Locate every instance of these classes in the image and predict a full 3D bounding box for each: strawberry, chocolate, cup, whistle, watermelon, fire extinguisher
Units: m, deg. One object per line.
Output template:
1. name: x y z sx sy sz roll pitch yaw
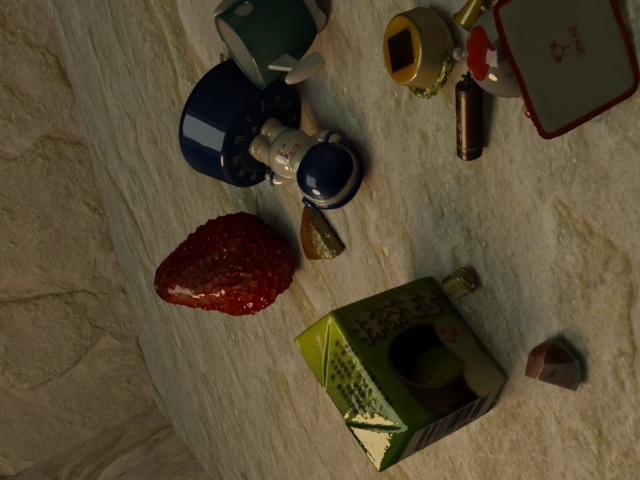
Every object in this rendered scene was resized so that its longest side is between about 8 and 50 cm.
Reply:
1. strawberry: -0.250 0.072 2.024 0.312 0.351 0.267 -174 72 -67
2. chocolate: 0.155 0.225 1.460 0.289 0.301 0.137 55 138 23
3. cup: -0.086 -0.401 1.510 0.299 0.173 0.167 47 169 34
4. whistle: 0.235 -0.345 1.131 0.109 0.046 0.057 120 137 -51
5. watermelon: 0.374 0.211 1.284 0.092 0.072 0.084 55 169 14
6. fire extinguisher: 0.230 -0.198 1.230 0.064 0.043 0.158 -76 -18 -46

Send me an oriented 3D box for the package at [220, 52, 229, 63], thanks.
1. package: -0.214 -0.383 1.945 0.121 0.031 0.108 52 150 29

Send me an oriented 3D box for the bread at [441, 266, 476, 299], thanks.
1. bread: 0.252 0.078 1.443 0.049 0.034 0.088 48 155 5

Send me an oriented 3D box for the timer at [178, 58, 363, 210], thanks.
1. timer: -0.074 -0.191 1.651 0.383 0.270 0.270 31 139 28

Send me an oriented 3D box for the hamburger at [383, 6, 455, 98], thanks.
1. hamburger: 0.160 -0.298 1.263 0.126 0.081 0.141 -44 59 60

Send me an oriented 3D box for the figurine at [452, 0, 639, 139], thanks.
1. figurine: 0.266 -0.248 1.055 0.183 0.160 0.226 65 169 -16

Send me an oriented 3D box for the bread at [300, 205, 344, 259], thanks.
1. bread: -0.012 -0.020 1.840 0.154 0.054 0.136 -5 103 60
